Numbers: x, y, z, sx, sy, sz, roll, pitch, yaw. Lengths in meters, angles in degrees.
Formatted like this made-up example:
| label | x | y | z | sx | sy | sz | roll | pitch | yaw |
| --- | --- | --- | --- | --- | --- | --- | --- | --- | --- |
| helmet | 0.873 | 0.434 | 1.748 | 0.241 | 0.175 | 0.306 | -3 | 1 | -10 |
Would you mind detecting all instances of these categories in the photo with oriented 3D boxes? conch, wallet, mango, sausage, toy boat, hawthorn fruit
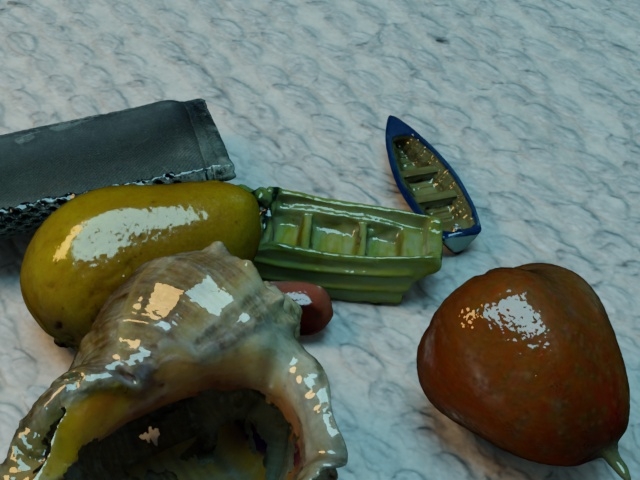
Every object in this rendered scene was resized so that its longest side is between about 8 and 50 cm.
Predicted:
| label | x | y | z | sx | sy | sz | roll | pitch | yaw |
| --- | --- | --- | --- | --- | --- | --- | --- | --- | --- |
| conch | -0.125 | 0.183 | 1.287 | 0.297 | 0.210 | 0.352 | 36 | 71 | 30 |
| wallet | -0.281 | -0.075 | 1.607 | 0.342 | 0.075 | 0.237 | -12 | 25 | -9 |
| mango | -0.185 | 0.020 | 1.470 | 0.262 | 0.167 | 0.130 | -14 | -1 | -11 |
| sausage | -0.033 | 0.072 | 1.512 | 0.094 | 0.059 | 0.054 | 1 | 24 | 1 |
| toy boat | 0.125 | -0.069 | 1.694 | 0.080 | 0.046 | 0.229 | -12 | 44 | -17 |
| toy boat | -0.002 | 0.005 | 1.578 | 0.276 | 0.084 | 0.111 | 9 | 39 | 0 |
| hawthorn fruit | 0.219 | 0.138 | 1.376 | 0.199 | 0.199 | 0.251 | -25 | 60 | -29 |
